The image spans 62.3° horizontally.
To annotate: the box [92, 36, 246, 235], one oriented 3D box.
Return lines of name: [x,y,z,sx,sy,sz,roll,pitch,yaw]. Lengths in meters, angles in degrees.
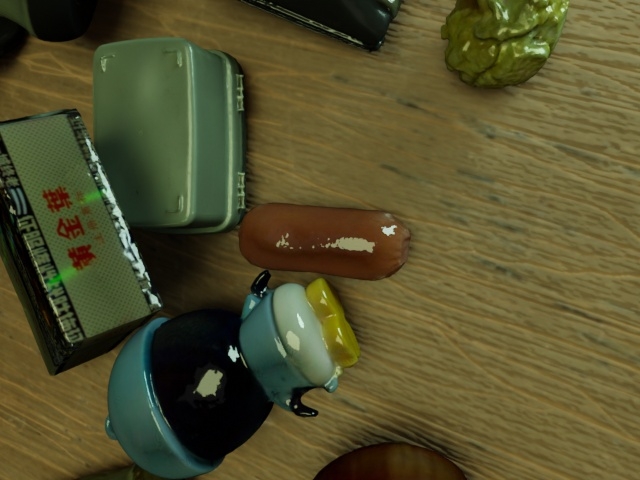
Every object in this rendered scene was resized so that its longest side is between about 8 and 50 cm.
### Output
box: [-0.161,-0.109,0.585,0.147,0.129,0.210,1,93,15]

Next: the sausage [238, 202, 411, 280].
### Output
sausage: [0.000,0.000,0.574,0.193,0.077,0.077,6,95,18]

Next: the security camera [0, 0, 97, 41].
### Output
security camera: [-0.387,-0.340,0.558,0.277,0.197,0.191,12,139,-16]

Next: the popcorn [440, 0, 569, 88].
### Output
popcorn: [0.171,-0.203,0.495,0.120,0.106,0.116,-22,96,16]

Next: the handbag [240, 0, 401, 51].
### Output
handbag: [0.015,-0.372,0.520,0.288,0.152,0.342,35,103,0]

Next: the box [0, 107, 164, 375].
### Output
box: [-0.274,0.026,0.560,0.310,0.084,0.198,-31,82,56]

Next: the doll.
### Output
doll: [-0.112,0.149,0.580,0.313,0.141,0.177,-26,70,12]

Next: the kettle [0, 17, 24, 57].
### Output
kettle: [-0.554,-0.287,0.682,0.207,0.250,0.271,-29,91,46]

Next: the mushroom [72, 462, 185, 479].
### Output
mushroom: [-0.312,0.355,0.673,0.333,0.107,0.087,-23,119,15]

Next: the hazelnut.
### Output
hazelnut: [0.067,0.304,0.502,0.208,0.208,0.208,1,93,16]
